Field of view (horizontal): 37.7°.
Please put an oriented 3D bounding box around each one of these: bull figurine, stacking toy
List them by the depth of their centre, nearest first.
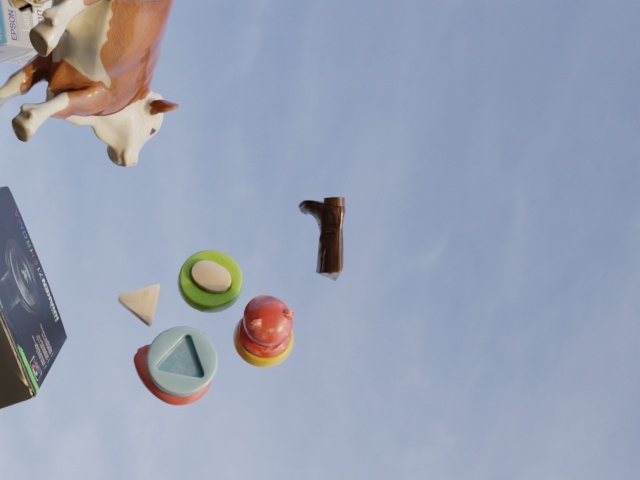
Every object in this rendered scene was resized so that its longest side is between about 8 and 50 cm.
[{"bbox_3d":[-0.193,-0.169,0.800,0.101,0.188,0.310,39,-42,14],"label":"bull figurine"},{"bbox_3d":[-0.222,0.143,1.790,0.279,0.309,0.130,57,-23,17],"label":"stacking toy"}]

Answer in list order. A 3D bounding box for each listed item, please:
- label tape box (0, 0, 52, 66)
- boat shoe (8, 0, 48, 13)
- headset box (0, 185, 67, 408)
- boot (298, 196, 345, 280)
[{"bbox_3d":[-0.589,-0.465,1.752,0.115,0.348,0.249,-9,-92,28],"label":"label tape box"},{"bbox_3d":[-0.453,-0.403,1.442,0.303,0.113,0.103,9,-106,5],"label":"boat shoe"},{"bbox_3d":[-0.451,0.076,1.215,0.131,0.283,0.246,-18,-79,-3],"label":"headset box"},{"bbox_3d":[0.000,0.000,1.307,0.106,0.037,0.114,-7,-98,61],"label":"boot"}]
